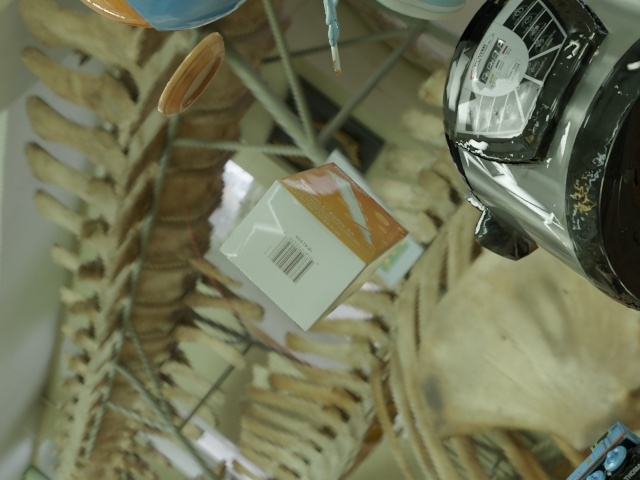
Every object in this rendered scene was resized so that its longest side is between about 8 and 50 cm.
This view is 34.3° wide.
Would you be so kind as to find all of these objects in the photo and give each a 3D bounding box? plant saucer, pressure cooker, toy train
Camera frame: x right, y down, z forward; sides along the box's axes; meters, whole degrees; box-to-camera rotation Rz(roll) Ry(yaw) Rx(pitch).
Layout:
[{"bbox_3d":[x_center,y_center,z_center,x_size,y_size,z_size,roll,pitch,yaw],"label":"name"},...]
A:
[{"bbox_3d":[-0.254,-0.331,2.098,0.200,0.037,0.200,-52,0,0],"label":"plant saucer"},{"bbox_3d":[0.349,-0.141,1.227,0.370,0.375,0.420,-24,30,-10],"label":"pressure cooker"},{"bbox_3d":[0.419,0.360,1.537,0.184,0.080,0.105,-51,5,13],"label":"toy train"}]

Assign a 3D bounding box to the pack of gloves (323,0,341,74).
[{"bbox_3d":[0.028,-0.443,1.884,0.046,0.232,0.195,-8,-10,3],"label":"pack of gloves"}]

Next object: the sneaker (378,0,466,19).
[{"bbox_3d":[0.111,-0.413,1.295,0.208,0.319,0.127,-37,42,41],"label":"sneaker"}]

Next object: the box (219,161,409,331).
[{"bbox_3d":[0.000,0.000,1.904,0.168,0.215,0.345,-49,-6,18],"label":"box"}]

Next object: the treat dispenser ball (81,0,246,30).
[{"bbox_3d":[-0.173,-0.374,1.131,0.288,0.288,0.288,-52,-3,-4],"label":"treat dispenser ball"}]
